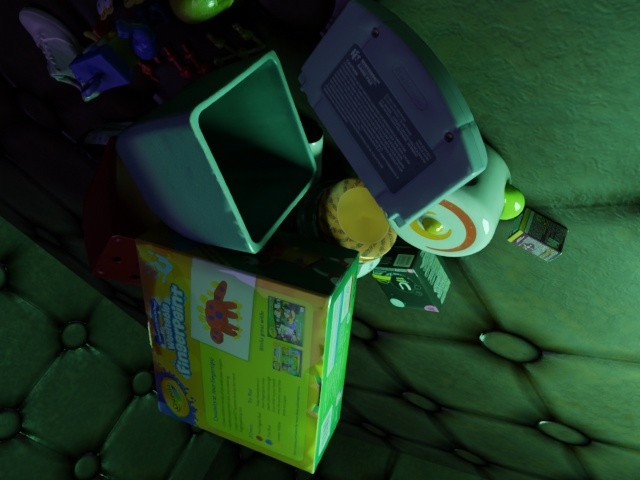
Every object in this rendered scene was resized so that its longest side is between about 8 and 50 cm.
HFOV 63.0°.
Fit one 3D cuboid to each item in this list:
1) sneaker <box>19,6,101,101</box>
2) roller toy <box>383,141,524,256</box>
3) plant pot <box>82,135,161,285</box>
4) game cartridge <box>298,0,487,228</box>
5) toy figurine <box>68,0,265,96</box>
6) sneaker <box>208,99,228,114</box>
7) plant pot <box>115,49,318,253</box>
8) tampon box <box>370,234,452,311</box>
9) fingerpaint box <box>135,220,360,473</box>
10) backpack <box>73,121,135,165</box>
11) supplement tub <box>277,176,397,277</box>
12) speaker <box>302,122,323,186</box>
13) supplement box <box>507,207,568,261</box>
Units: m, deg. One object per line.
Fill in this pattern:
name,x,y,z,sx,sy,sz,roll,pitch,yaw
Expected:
sneaker,-0.551,-0.388,1.098,0.212,0.094,0.080,44,149,-24
roller toy,0.206,-0.070,0.877,0.191,0.146,0.209,43,149,-22
plant pot,-0.407,-0.037,1.226,0.267,0.235,0.267,17,140,-29
game cartridge,0.099,-0.183,0.749,0.294,0.060,0.196,57,141,6
toy figurine,-0.303,-0.304,0.886,0.363,0.217,0.191,5,143,38
sneaker,-0.233,-0.247,1.033,0.232,0.081,0.090,-19,114,31
plant pot,-0.195,-0.148,0.899,0.253,0.247,0.247,1,128,30
tampon box,0.197,0.067,1.148,0.121,0.101,0.161,3,142,40
fingerpaint box,-0.139,0.191,1.023,0.371,0.163,0.444,14,123,17
backpack,-0.488,-0.223,1.284,0.182,0.115,0.152,5,155,35
supplement tub,0.000,0.000,1.108,0.207,0.207,0.338,38,151,-15
speaker,-0.023,-0.166,1.024,0.055,0.055,0.136,23,151,11
supplement box,0.380,-0.010,0.914,0.083,0.055,0.043,29,153,1
